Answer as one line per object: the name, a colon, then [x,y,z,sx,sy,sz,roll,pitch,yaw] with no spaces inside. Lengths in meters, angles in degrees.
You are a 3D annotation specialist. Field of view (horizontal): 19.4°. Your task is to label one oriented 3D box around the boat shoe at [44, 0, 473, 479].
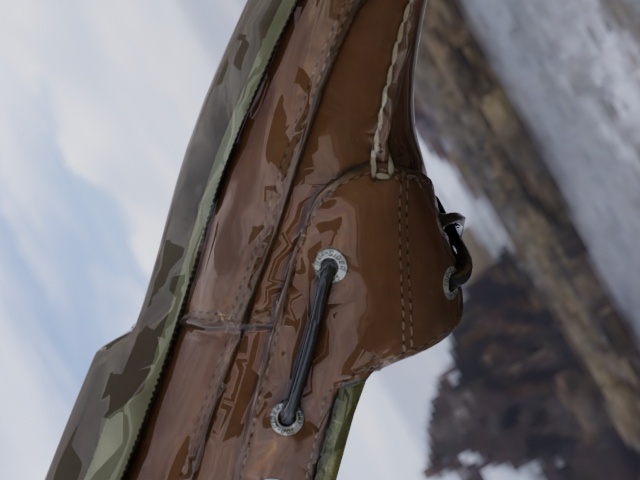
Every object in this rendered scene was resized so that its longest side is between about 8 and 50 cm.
boat shoe: [0.000,0.000,0.625,0.104,0.307,0.111,23,-165,2]
